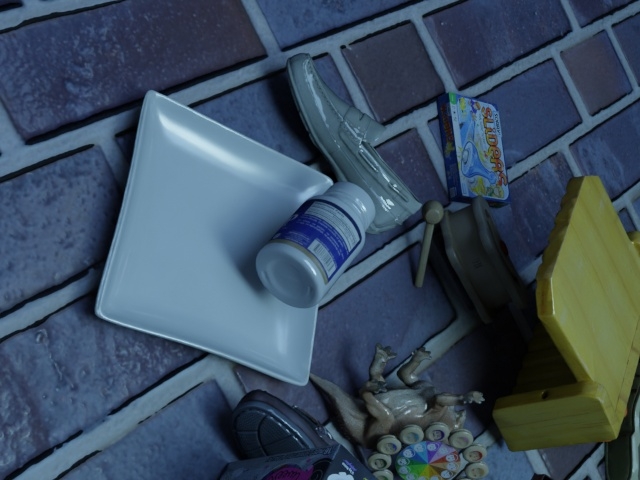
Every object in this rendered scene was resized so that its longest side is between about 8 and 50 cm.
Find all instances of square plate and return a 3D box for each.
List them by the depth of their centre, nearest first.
[{"bbox_3d":[-0.142,0.004,1.424,0.347,0.049,0.344,24,61,-32],"label":"square plate"}]

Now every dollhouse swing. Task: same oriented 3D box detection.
[{"bbox_3d":[0.373,0.110,1.642,0.305,0.315,0.347,42,53,-20],"label":"dollhouse swing"}]

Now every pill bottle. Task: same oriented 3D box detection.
[{"bbox_3d":[0.000,0.000,1.437,0.112,0.112,0.187,53,49,-14],"label":"pill bottle"}]

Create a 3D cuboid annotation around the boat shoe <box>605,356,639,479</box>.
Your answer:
[{"bbox_3d":[0.616,0.330,1.903,0.103,0.113,0.303,15,77,-21],"label":"boat shoe"}]

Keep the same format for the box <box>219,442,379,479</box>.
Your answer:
[{"bbox_3d":[-0.031,0.371,1.260,0.163,0.247,0.142,46,51,-19],"label":"box"}]

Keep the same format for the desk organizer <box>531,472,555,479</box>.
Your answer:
[{"bbox_3d":[0.375,0.461,1.703,0.047,0.050,0.130,53,50,-14],"label":"desk organizer"}]

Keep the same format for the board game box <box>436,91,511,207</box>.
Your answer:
[{"bbox_3d":[0.286,-0.167,1.848,0.136,0.035,0.201,5,72,-39],"label":"board game box"}]

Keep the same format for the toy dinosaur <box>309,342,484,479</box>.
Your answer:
[{"bbox_3d":[0.119,0.276,1.517,0.295,0.200,0.127,5,31,-16],"label":"toy dinosaur"}]

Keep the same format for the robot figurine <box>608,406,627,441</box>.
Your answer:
[{"bbox_3d":[0.492,0.257,1.821,0.158,0.128,0.220,12,69,-34],"label":"robot figurine"}]

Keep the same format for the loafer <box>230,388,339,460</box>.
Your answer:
[{"bbox_3d":[-0.017,0.310,1.407,0.302,0.109,0.095,51,31,-22],"label":"loafer"}]

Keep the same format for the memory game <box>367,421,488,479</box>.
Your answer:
[{"bbox_3d":[0.161,0.339,1.485,0.186,0.186,0.012,39,27,-24],"label":"memory game"}]

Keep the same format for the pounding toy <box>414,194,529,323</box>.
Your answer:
[{"bbox_3d":[0.242,0.026,1.726,0.270,0.154,0.154,59,19,-21],"label":"pounding toy"}]

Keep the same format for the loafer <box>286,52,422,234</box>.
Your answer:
[{"bbox_3d":[0.051,-0.163,1.584,0.320,0.111,0.112,59,12,-13],"label":"loafer"}]
